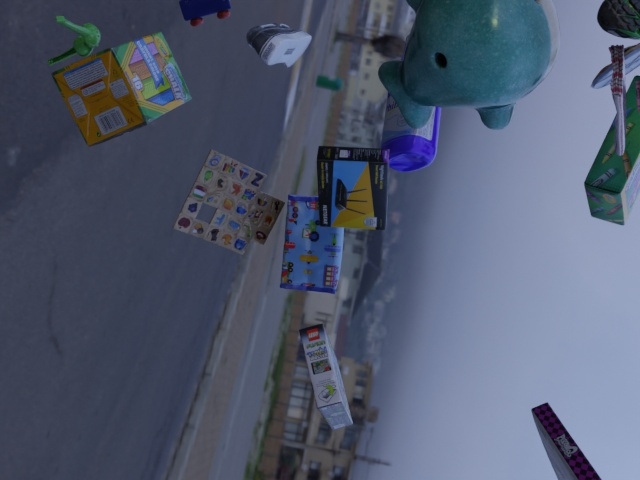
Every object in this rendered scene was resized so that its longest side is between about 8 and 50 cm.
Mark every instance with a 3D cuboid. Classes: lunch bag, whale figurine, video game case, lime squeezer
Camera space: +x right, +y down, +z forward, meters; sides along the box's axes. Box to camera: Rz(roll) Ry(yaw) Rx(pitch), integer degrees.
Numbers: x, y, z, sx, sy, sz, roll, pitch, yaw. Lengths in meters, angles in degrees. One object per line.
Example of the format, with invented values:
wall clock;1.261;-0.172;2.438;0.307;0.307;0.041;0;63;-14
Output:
lunch bag;0.000;0.000;1.851;0.293;0.138;0.221;-22;117;-81
whale figurine;0.156;-0.220;0.913;0.141;0.216;0.272;-35;-175;-35
video game case;0.465;0.437;1.333;0.232;0.041;0.210;-109;174;-66
lime squeezer;-0.587;-0.472;1.789;0.059;0.110;0.310;64;-24;-6

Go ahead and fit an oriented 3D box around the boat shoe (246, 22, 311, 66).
boat shoe;-0.113;-0.526;1.971;0.108;0.102;0.301;-51;176;24

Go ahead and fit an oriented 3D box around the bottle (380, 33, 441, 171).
bottle;0.189;-0.283;1.501;0.118;0.092;0.283;-15;-119;54

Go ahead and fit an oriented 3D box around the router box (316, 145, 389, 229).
router box;0.062;-0.098;1.416;0.179;0.133;0.046;86;8;-48

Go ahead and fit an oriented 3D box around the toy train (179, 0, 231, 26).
toy train;-0.300;-0.745;2.296;0.143;0.247;0.105;-85;161;-67

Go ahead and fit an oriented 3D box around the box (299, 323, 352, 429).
box;0.010;0.206;1.101;0.207;0.036;0.114;73;2;-68

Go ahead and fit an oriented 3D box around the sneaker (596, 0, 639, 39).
sneaker;0.663;-0.455;1.513;0.146;0.343;0.134;-24;-95;52

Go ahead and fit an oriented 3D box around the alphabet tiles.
alphabet tiles;-0.199;-0.078;1.730;0.009;0.237;0.198;35;-81;53

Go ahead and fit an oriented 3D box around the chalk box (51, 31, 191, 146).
chalk box;-0.434;-0.361;1.720;0.179;0.180;0.289;67;24;-17

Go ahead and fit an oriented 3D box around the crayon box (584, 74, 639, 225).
crayon box;0.672;-0.193;1.619;0.279;0.081;0.165;-61;148;-10

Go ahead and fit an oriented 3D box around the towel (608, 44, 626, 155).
towel;0.589;-0.280;1.478;0.197;0.029;0.144;-68;146;-41

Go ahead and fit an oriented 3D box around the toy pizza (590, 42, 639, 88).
toy pizza;0.777;-0.457;1.903;0.032;0.201;0.201;60;-10;11
